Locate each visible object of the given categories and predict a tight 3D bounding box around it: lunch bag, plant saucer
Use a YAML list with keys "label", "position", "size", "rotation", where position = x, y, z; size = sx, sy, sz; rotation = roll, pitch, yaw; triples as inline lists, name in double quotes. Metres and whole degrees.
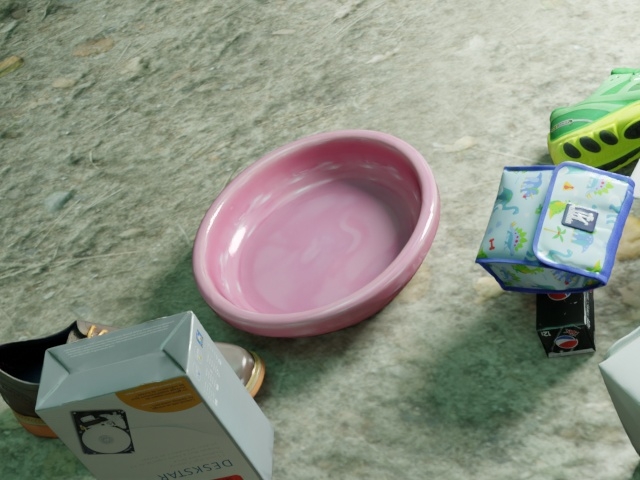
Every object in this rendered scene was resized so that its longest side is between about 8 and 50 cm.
- label: "lunch bag"
  position: [0.261, -0.013, 1.356]
  size: [0.151, 0.096, 0.129]
  rotation: [4, 65, 40]
- label: "plant saucer"
  position: [0.000, 0.000, 1.584]
  size: [0.332, 0.084, 0.332]
  rotation: [-15, 43, 15]

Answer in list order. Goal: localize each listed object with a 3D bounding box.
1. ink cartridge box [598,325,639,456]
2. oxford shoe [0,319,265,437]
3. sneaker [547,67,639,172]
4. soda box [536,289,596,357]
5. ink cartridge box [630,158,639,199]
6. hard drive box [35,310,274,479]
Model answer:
- label: "ink cartridge box"
  position: [0.475, 0.178, 1.080]
  size: [0.279, 0.160, 0.385]
  rotation: [-32, 35, -5]
- label: "oxford shoe"
  position: [-0.247, 0.166, 1.516]
  size: [0.363, 0.133, 0.130]
  rotation: [-9, 46, 20]
- label: "sneaker"
  position: [0.415, -0.180, 1.520]
  size: [0.295, 0.109, 0.124]
  rotation: [-21, 47, 9]
- label: "soda box"
  position: [0.280, 0.049, 1.413]
  size: [0.060, 0.053, 0.169]
  rotation: [-10, 45, 21]
- label: "ink cartridge box"
  position: [0.533, -0.054, 1.331]
  size: [0.353, 0.119, 0.207]
  rotation: [14, 58, 35]
- label: "hard drive box"
  position: [-0.177, 0.200, 1.376]
  size: [0.181, 0.232, 0.089]
  rotation: [-15, 45, 15]
